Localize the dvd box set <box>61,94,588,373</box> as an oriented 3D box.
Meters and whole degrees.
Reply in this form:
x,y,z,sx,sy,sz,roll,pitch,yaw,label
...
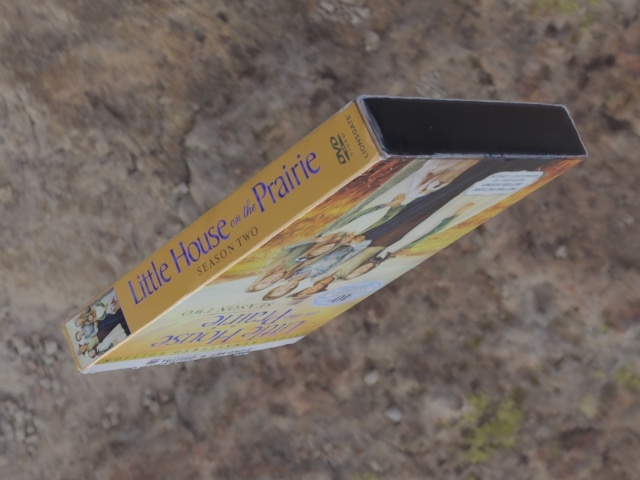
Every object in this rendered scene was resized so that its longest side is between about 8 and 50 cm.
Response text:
x,y,z,sx,sy,sz,roll,pitch,yaw,label
0.000,0.000,1.326,0.420,0.062,0.307,-34,160,36,dvd box set
